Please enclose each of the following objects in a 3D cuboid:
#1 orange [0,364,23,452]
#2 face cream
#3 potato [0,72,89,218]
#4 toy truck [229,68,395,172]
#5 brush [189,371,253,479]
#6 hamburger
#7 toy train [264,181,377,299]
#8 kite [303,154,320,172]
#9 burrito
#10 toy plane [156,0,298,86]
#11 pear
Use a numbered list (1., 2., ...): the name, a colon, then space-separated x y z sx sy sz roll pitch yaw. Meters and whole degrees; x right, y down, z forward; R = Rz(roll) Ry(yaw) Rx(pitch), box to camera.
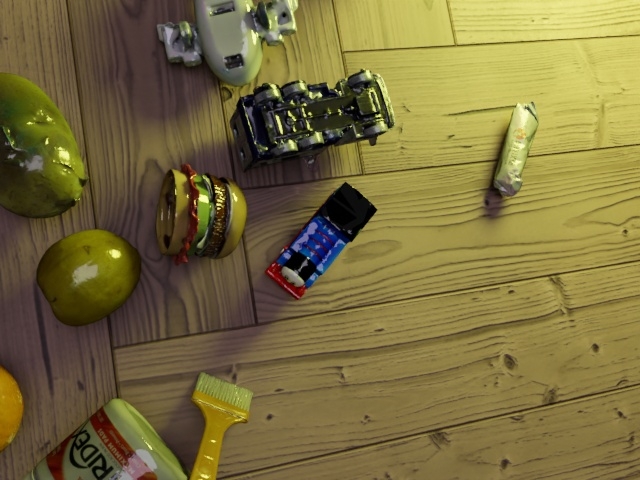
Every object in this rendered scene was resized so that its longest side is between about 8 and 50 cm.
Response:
1. orange: -0.541 0.257 0.995 0.177 0.155 0.177 7 74 -26
2. face cream: -0.315 0.371 1.006 0.187 0.201 0.201 -42 93 -16
3. potato: -0.484 -0.152 1.073 0.169 0.143 0.248 -25 88 -27
4. toy truck: -0.016 -0.211 1.193 0.268 0.155 0.124 -14 86 -21
5. brush: -0.169 0.312 1.047 0.103 0.272 0.013 24 116 -10
6. hamburger: -0.198 -0.043 1.127 0.137 0.175 0.175 4 80 -27
7. toy train: 0.000 0.000 1.180 0.083 0.131 0.204 41 74 -6
8. kite: -0.050 -0.183 1.260 0.156 0.011 0.139 -36 89 -17
9. burrito: 0.398 -0.184 1.350 0.064 0.064 0.203 21 75 -11
10. toy plane: -0.170 -0.406 1.205 0.267 0.122 0.267 0 85 4
11. pear: -0.371 0.054 1.069 0.162 0.149 0.149 -41 93 -23
